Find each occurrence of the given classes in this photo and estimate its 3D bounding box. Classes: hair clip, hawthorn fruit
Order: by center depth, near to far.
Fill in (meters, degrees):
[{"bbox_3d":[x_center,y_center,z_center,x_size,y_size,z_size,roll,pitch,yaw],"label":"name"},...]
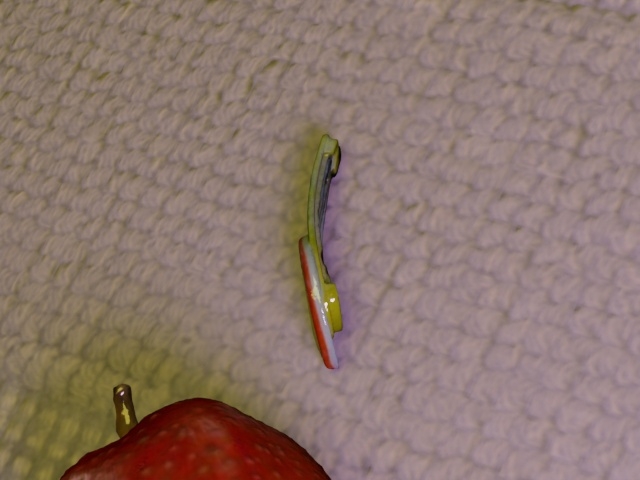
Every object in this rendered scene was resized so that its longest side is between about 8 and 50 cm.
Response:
[{"bbox_3d":[-0.081,0.192,0.873,0.205,0.205,0.253,-34,49,4],"label":"hawthorn fruit"},{"bbox_3d":[0.000,0.000,1.016,0.033,0.060,0.188,-3,58,3],"label":"hair clip"}]
